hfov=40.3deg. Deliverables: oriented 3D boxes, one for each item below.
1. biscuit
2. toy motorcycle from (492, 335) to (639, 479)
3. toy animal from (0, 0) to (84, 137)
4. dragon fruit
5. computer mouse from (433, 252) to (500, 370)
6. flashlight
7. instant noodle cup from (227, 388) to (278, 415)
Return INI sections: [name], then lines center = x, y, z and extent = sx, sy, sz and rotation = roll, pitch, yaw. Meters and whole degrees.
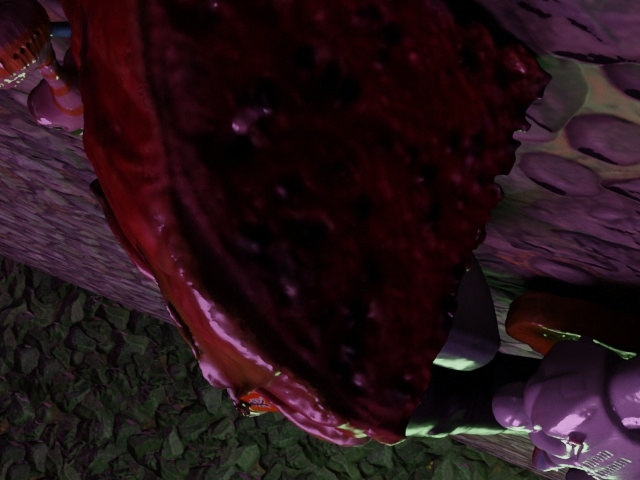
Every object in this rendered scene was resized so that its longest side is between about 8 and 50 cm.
[biscuit]
center = 0.336, 0.118, 0.805
extent = 0.333, 0.047, 0.202
rotation = 20, 165, 4
[toy motorcycle]
center = 0.236, 0.157, 0.764
extent = 0.170, 0.110, 0.260
rotation = 12, 151, 10
[toy animal]
center = -0.196, -0.139, 0.612
extent = 0.103, 0.100, 0.208
rotation = -22, 150, 10
[dragon fruit]
center = -0.013, -0.048, 0.512
extent = 0.240, 0.302, 0.330
rotation = -7, -171, -11
[computer mouse]
center = 0.000, 0.000, 0.725
extent = 0.188, 0.122, 0.371
rotation = 24, 176, -41
[flashlight]
center = 0.184, 0.155, 0.877
extent = 0.423, 0.103, 0.103
rotation = 12, 174, -34
[instant noodle cup]
center = 0.016, 0.103, 0.954
extent = 0.174, 0.213, 0.213
rotation = 7, 161, 26
